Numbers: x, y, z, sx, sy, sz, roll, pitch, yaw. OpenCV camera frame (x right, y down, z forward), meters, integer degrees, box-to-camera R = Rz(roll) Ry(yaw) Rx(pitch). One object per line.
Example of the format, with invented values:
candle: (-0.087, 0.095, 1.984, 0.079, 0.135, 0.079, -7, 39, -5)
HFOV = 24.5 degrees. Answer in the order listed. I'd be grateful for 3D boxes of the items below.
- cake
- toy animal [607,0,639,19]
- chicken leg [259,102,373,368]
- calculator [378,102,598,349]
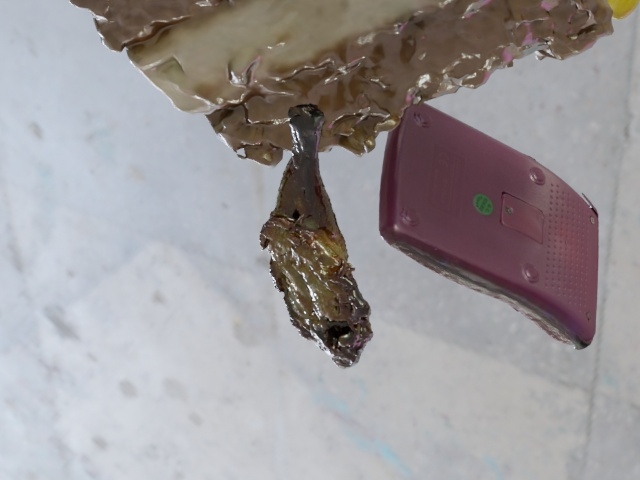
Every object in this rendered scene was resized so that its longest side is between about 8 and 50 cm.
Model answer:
cake: (-0.010, -0.236, 0.838, 0.256, 0.282, 0.290, -21, 130, 19)
toy animal: (0.394, -0.344, 2.010, 0.114, 0.082, 0.091, -15, 96, 16)
chicken leg: (-0.003, 0.000, 0.769, 0.062, 0.037, 0.145, 2, 111, 55)
calculator: (0.123, -0.014, 1.018, 0.190, 0.126, 0.034, 28, 143, -26)
